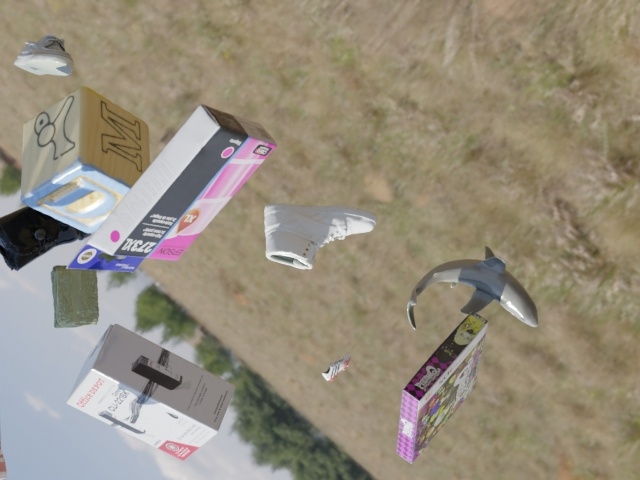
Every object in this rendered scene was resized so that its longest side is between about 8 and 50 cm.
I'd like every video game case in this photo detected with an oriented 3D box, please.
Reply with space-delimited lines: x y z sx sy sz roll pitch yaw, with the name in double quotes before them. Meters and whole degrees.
"video game case" 0.217 0.266 1.721 0.042 0.210 0.232 33 148 25

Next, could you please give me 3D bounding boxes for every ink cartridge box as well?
"ink cartridge box" -0.247 -0.061 1.602 0.069 0.371 0.176 52 -161 21
"ink cartridge box" -0.336 0.302 1.888 0.273 0.114 0.197 30 141 -12

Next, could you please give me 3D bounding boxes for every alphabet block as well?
"alphabet block" -0.476 -0.160 1.953 0.193 0.192 0.197 33 -138 -49

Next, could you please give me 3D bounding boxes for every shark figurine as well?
"shark figurine" 0.268 0.064 1.702 0.278 0.166 0.116 3 156 -22

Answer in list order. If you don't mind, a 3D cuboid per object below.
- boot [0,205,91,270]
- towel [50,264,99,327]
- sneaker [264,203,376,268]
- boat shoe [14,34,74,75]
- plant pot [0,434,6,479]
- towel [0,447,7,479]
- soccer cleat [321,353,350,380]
"boot" -0.621 -0.070 2.104 0.094 0.207 0.246 27 132 40
"towel" -0.557 0.126 2.187 0.110 0.148 0.027 -6 -171 -32
"sneaker" 0.000 0.000 2.469 0.293 0.169 0.108 1 156 -3
"boat shoe" -0.591 -0.404 2.063 0.079 0.081 0.227 21 174 -39
"plant pot" -0.842 0.460 2.098 0.341 0.341 0.334 47 -166 -34
"towel" -0.587 0.317 1.632 0.144 0.029 0.197 99 150 -77
"soccer cleat" 0.039 0.299 2.298 0.035 0.083 0.029 44 178 -21
